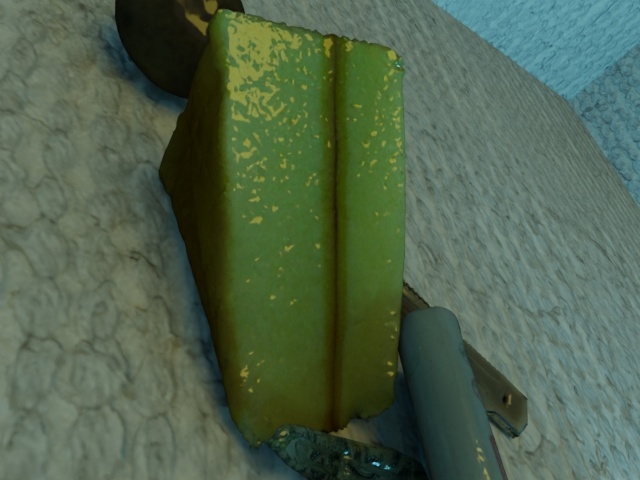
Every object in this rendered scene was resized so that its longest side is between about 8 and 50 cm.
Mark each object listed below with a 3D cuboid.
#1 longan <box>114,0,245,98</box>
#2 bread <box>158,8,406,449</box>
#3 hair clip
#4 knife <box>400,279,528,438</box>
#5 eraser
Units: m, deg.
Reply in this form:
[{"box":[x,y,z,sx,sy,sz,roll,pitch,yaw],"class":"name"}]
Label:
[{"box":[-0.177,-0.277,0.750,0.167,0.167,0.187,-16,81,-52],"class":"longan"},{"box":[0.000,0.000,0.590,0.233,0.245,0.362,-1,58,-33],"class":"bread"},{"box":[0.030,0.222,0.565,0.229,0.036,0.066,34,62,-35],"class":"hair clip"},{"box":[0.157,0.146,0.789,0.365,0.043,0.089,42,68,-12],"class":"knife"},{"box":[0.148,0.211,0.628,0.174,0.081,0.227,70,7,-50],"class":"eraser"}]
